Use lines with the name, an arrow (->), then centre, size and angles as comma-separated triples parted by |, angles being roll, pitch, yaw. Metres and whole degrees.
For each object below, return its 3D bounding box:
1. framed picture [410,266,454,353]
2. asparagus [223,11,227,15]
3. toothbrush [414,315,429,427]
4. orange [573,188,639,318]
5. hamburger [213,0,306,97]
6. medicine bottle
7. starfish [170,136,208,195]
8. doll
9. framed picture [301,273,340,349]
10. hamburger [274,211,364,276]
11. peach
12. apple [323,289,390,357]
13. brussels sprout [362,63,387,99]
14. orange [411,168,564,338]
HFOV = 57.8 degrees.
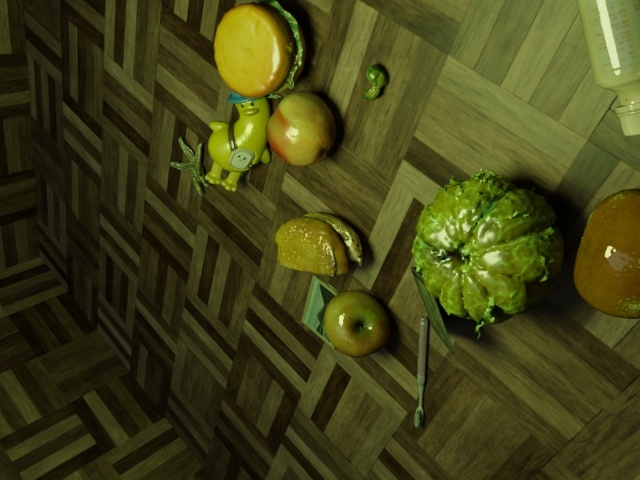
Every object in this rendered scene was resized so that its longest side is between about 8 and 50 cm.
framed picture -> 0.257, 0.155, 1.355 | 0.231, 0.010, 0.172 | -88, -23, -83
asparagus -> -0.198, -0.537, 1.598 | 0.248, 0.024, 0.025 | 56, 132, 12
toothbrush -> 0.268, 0.357, 1.547 | 0.024, 0.029, 0.353 | 12, 118, 28
orange -> 0.540, 0.036, 1.002 | 0.180, 0.158, 0.237 | 18, 121, 21
hamburger -> -0.136, -0.475, 1.453 | 0.246, 0.170, 0.245 | 12, 113, 30
medicine bottle -> 0.491, -0.295, 0.921 | 0.114, 0.114, 0.252 | -7, 103, 48
starfish -> -0.425, -0.261, 1.952 | 0.208, 0.053, 0.176 | 51, 137, 11
doll -> -0.221, -0.306, 1.672 | 0.200, 0.145, 0.362 | 22, 125, -11
framed picture -> 0.013, 0.217, 1.756 | 0.150, 0.015, 0.203 | 38, 133, 27
hamburger -> 0.000, 0.000, 1.571 | 0.283, 0.144, 0.156 | 9, 105, 42
peach -> -0.045, -0.276, 1.458 | 0.184, 0.184, 0.184 | 23, 124, 38
apple -> 0.093, 0.222, 1.565 | 0.182, 0.183, 0.155 | 65, 169, 0
brussels sprout -> 0.125, -0.360, 1.335 | 0.051, 0.046, 0.083 | 34, 141, 26
orange -> 0.328, 0.016, 1.168 | 0.301, 0.223, 0.299 | 36, 114, 30
